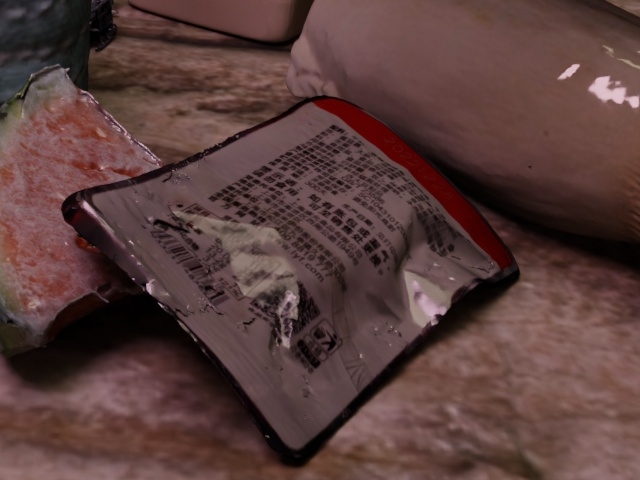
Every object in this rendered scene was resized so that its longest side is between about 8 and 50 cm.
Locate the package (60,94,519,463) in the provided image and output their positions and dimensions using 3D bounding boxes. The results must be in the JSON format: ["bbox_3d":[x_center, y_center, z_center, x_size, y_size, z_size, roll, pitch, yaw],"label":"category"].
[{"bbox_3d":[0.000,0.000,0.668,0.154,0.030,0.239,45,39,11],"label":"package"}]

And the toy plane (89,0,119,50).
[{"bbox_3d":[-0.167,-0.162,0.967,0.049,0.031,0.121,6,31,14],"label":"toy plane"}]

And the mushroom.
[{"bbox_3d":[0.120,-0.090,0.810,0.154,0.138,0.407,3,20,-35],"label":"mushroom"}]

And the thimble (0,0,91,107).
[{"bbox_3d":[-0.244,-0.135,0.784,0.235,0.143,0.198,17,30,20],"label":"thimble"}]

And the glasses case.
[{"bbox_3d":[-0.023,-0.256,1.120,0.144,0.076,0.336,18,31,17],"label":"glasses case"}]

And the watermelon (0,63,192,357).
[{"bbox_3d":[-0.108,0.004,0.657,0.139,0.071,0.187,20,38,-15],"label":"watermelon"}]
